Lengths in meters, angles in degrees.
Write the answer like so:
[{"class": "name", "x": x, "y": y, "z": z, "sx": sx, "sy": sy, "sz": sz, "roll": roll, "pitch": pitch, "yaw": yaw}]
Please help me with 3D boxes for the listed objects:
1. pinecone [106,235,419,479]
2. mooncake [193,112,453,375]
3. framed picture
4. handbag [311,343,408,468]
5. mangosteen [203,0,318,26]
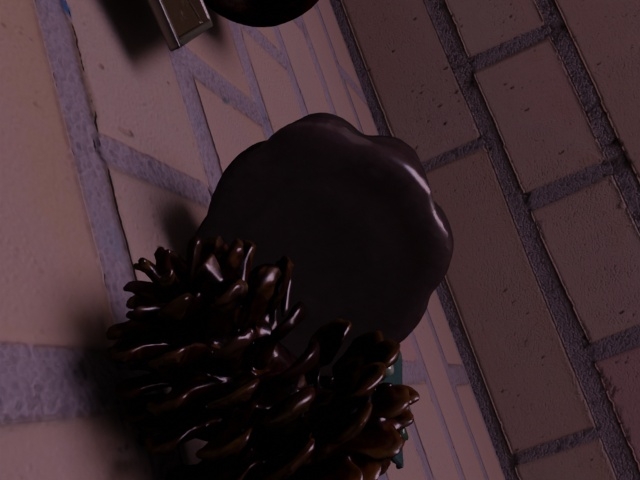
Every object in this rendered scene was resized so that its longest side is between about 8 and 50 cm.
[{"class": "pinecone", "x": -0.056, "y": 0.119, "z": 0.722, "sx": 0.292, "sy": 0.246, "sz": 0.246, "roll": 55, "pitch": 17, "yaw": -16}, {"class": "mooncake", "x": 0.000, "y": 0.000, "z": 0.970, "sx": 0.306, "sy": 0.306, "sz": 0.154, "roll": 64, "pitch": 13, "yaw": -14}, {"class": "framed picture", "x": -0.222, "y": -0.398, "z": 1.069, "sx": 0.213, "sy": 0.016, "sz": 0.289, "roll": -78, "pitch": 148, "yaw": -68}, {"class": "handbag", "x": 0.057, "y": 0.188, "z": 1.300, "sx": 0.274, "sy": 0.100, "sz": 0.269, "roll": -94, "pitch": 158, "yaw": -53}, {"class": "mangosteen", "x": -0.096, "y": -0.511, "z": 1.381, "sx": 0.297, "sy": 0.293, "sz": 0.297, "roll": 45, "pitch": -29, "yaw": 34}]
